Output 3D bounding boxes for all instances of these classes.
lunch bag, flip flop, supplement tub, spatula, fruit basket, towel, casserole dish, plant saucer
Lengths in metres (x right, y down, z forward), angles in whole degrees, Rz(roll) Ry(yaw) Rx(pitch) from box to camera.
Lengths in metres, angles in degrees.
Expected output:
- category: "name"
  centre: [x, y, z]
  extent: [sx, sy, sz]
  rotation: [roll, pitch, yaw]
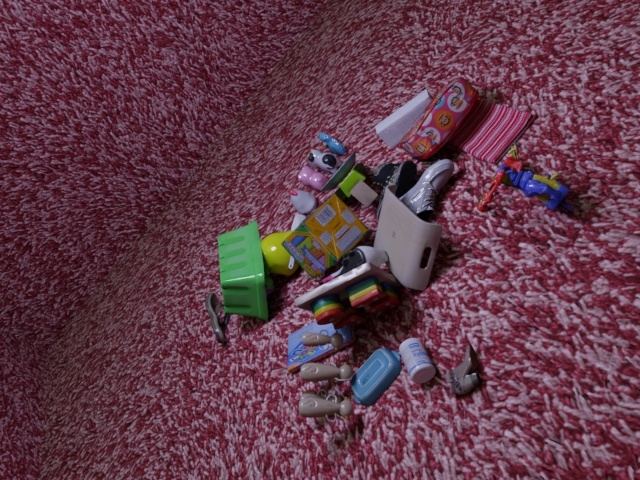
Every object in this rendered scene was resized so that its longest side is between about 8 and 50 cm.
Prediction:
- category: "lunch bag"
  centre: [0.397, -0.415, 1.925]
  extent: [0.293, 0.120, 0.258]
  rotation: [-51, 7, 2]
- category: "flip flop"
  centre: [-0.416, 0.316, 2.311]
  extent: [0.080, 0.112, 0.277]
  rotation: [-25, 33, -4]
- category: "supplement tub"
  centre: [0.261, 0.325, 1.502]
  extent: [0.071, 0.071, 0.107]
  rotation: [-42, 36, 16]
- category: "spatula"
  centre: [-0.037, 0.017, 2.087]
  extent: [0.019, 0.168, 0.242]
  rotation: [117, 166, -61]
- category: "fruit basket"
  centre: [-0.211, 0.095, 2.182]
  extent: [0.391, 0.283, 0.392]
  rotation: [0, 38, 0]
- category: "towel"
  centre: [0.545, -0.368, 1.826]
  extent: [0.199, 0.031, 0.275]
  rotation: [-51, 34, 5]
- category: "casserole dish"
  centre: [0.153, 0.389, 1.606]
  extent: [0.188, 0.037, 0.114]
  rotation: [-50, 33, 6]
- category: "plant saucer"
  centre: [0.075, -0.243, 2.025]
  extent: [0.195, 0.037, 0.195]
  rotation: [-50, 4, 5]

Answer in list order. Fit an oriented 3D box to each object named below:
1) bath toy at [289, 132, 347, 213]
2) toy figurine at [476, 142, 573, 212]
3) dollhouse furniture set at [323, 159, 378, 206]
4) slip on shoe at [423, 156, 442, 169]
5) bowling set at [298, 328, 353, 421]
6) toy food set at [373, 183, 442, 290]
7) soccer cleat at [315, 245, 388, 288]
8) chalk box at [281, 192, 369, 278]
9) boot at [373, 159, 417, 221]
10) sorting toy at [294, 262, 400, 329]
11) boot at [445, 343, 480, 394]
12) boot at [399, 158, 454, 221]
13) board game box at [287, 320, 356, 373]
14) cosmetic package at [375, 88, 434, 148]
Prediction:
- category: "bath toy"
  centre: [-0.029, -0.280, 2.351]
  extent: [0.151, 0.129, 0.348]
  rotation: [10, 68, 53]
- category: "toy figurine"
  centre: [0.563, -0.118, 1.497]
  extent: [0.191, 0.217, 0.362]
  rotation: [-63, -12, 10]
- category: "dollhouse furniture set"
  centre: [0.133, -0.169, 2.089]
  extent: [0.197, 0.151, 0.301]
  rotation: [-48, 4, 15]
- category: "slip on shoe"
  centre: [0.393, -0.261, 1.906]
  extent: [0.135, 0.041, 0.052]
  rotation: [-145, 75, -74]
- category: "bowling set"
  centre: [0.018, 0.428, 1.675]
  extent: [0.154, 0.200, 0.287]
  rotation: [1, 54, 1]
- category: "toy food set"
  centre: [0.269, -0.017, 1.738]
  extent: [0.306, 0.092, 0.220]
  rotation: [-123, 38, -56]
- category: "soccer cleat"
  centre: [0.103, 0.134, 1.826]
  extent: [0.331, 0.143, 0.116]
  rotation: [-51, 52, 45]
- category: "chalk box"
  centre: [0.000, 0.000, 1.934]
  extent: [0.180, 0.179, 0.289]
  rotation: [-44, 1, -29]
- category: "boot"
  centre: [0.240, -0.177, 1.983]
  extent: [0.237, 0.085, 0.178]
  rotation: [-65, 23, 0]
- category: "sorting toy"
  centre: [0.097, 0.184, 1.664]
  extent: [0.255, 0.257, 0.089]
  rotation: [-28, 65, 18]
- category: "boot"
  centre: [0.357, 0.330, 1.409]
  extent: [0.087, 0.042, 0.119]
  rotation: [-32, 39, 32]
- category: "boot"
  centre: [0.353, -0.138, 1.809]
  extent: [0.258, 0.095, 0.123]
  rotation: [-47, 39, 24]
- category: "board game box"
  centre: [0.000, 0.327, 1.854]
  extent: [0.281, 0.027, 0.145]
  rotation: [-32, 37, 28]
- category: "cosmetic package"
  centre: [0.332, -0.459, 2.104]
  extent: [0.239, 0.099, 0.061]
  rotation: [-32, 39, 27]
